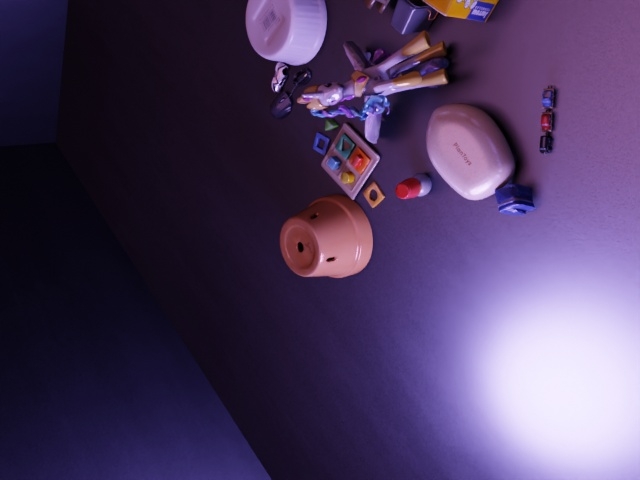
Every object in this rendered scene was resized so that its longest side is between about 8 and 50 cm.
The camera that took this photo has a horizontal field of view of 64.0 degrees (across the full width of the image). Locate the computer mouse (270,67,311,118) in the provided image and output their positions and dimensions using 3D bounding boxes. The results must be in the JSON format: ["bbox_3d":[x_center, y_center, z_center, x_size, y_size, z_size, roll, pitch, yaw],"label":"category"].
[{"bbox_3d":[-0.112,-0.515,1.800,0.242,0.041,0.071,-44,70,43],"label":"computer mouse"}]

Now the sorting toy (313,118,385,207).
[{"bbox_3d":[0.086,-0.255,1.671,0.347,0.047,0.196,50,132,23],"label":"sorting toy"}]

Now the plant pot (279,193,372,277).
[{"bbox_3d":[0.000,0.000,1.724,0.291,0.204,0.290,16,113,43],"label":"plant pot"}]

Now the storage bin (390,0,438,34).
[{"bbox_3d":[0.254,-0.595,1.343,0.098,0.135,0.091,52,144,21],"label":"storage bin"}]

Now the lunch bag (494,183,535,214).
[{"bbox_3d":[0.486,-0.096,1.276,0.067,0.099,0.065,-22,68,49],"label":"lunch bag"}]

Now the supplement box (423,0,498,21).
[{"bbox_3d":[0.355,-0.710,1.149,0.195,0.194,0.356,49,132,25],"label":"supplement box"}]

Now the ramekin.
[{"bbox_3d":[-0.122,-0.721,1.679,0.277,0.135,0.277,15,112,42],"label":"ramekin"}]

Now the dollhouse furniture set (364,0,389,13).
[{"bbox_3d":[0.097,-0.778,1.388,0.161,0.212,0.242,-53,37,42],"label":"dollhouse furniture set"}]

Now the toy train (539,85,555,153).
[{"bbox_3d":[0.533,-0.283,1.210,0.027,0.036,0.158,11,110,44],"label":"toy train"}]

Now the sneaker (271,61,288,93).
[{"bbox_3d":[-0.143,-0.573,1.814,0.044,0.040,0.109,33,124,32],"label":"sneaker"}]

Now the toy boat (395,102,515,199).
[{"bbox_3d":[0.343,-0.210,1.370,0.318,0.148,0.267,-34,82,38],"label":"toy boat"}]

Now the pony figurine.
[{"bbox_3d":[0.154,-0.428,1.378,0.364,0.351,0.302,-12,97,28],"label":"pony figurine"}]
